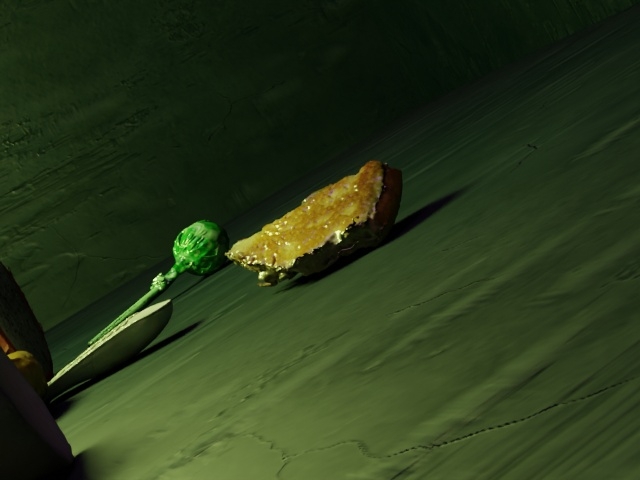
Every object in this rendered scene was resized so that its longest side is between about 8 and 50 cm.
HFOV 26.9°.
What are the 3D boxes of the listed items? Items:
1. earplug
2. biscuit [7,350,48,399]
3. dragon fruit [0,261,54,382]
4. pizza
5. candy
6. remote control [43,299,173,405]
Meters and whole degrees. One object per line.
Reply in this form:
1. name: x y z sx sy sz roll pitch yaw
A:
1. earplug: -0.380 0.208 1.125 0.301 0.172 0.172 -36 6 -7
2. biscuit: -0.430 0.222 1.553 0.274 0.091 0.213 -31 3 -32
3. dragon fruit: -0.534 0.136 1.869 0.225 0.305 0.305 -33 5 -2
4. pizza: 0.000 0.000 1.476 0.226 0.069 0.147 -32 26 11
5. candy: -0.261 0.076 2.167 0.097 0.097 0.323 -23 17 51
6. remote control: -0.268 0.145 1.668 0.229 0.044 0.073 -37 5 16
